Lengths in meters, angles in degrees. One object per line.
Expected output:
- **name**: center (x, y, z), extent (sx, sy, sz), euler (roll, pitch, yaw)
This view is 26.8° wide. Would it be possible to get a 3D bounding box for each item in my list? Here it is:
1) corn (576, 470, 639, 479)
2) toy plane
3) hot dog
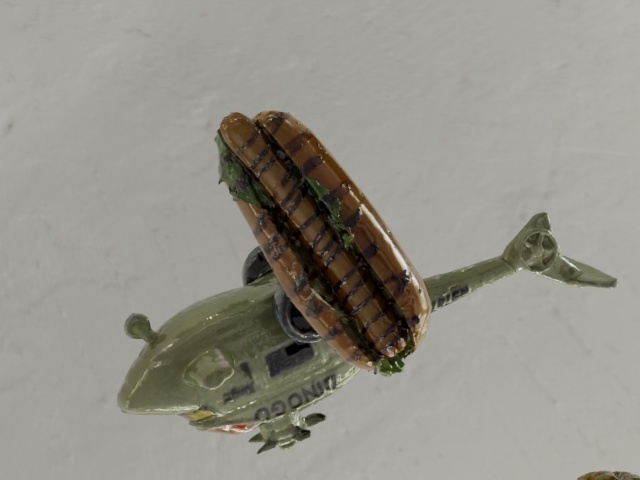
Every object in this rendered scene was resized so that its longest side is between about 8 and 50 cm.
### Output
- **corn**: center (0.137, 0.139, 0.513), extent (0.068, 0.207, 0.068), euler (-1, -83, -11)
- **toy plane**: center (0.024, 0.045, 0.754), extent (0.286, 0.092, 0.108), euler (-22, -74, -13)
- **hot dog**: center (0.000, 0.000, 0.525), extent (0.049, 0.037, 0.122), euler (-37, -87, 9)
